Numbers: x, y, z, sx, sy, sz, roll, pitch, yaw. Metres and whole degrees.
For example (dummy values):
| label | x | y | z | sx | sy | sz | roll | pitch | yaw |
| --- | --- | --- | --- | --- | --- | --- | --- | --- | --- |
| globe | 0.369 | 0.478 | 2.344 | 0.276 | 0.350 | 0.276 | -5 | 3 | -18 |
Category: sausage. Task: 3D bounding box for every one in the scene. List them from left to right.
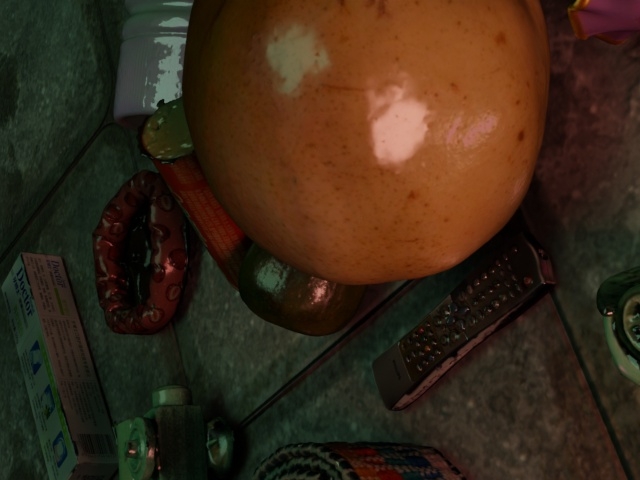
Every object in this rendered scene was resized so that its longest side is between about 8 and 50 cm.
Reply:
| label | x | y | z | sx | sy | sz | roll | pitch | yaw |
| --- | --- | --- | --- | --- | --- | --- | --- | --- | --- |
| sausage | -0.086 | -0.023 | 1.118 | 0.083 | 0.264 | 0.083 | -10 | 51 | 13 |

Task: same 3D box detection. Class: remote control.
| label | x | y | z | sx | sy | sz | roll | pitch | yaw |
| --- | --- | --- | --- | --- | --- | --- | --- | --- | --- |
| remote control | 0.116 | 0.072 | 0.989 | 0.212 | 0.028 | 0.059 | -45 | 47 | 37 |

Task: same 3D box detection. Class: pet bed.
| label | x | y | z | sx | sy | sz | roll | pitch | yaw |
| --- | --- | --- | --- | --- | --- | --- | --- | --- | --- |
| pet bed | -0.211 | 0.018 | 1.391 | 0.201 | 0.053 | 0.201 | -8 | 80 | 55 |

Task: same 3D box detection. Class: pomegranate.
| label | x | y | z | sx | sy | sz | roll | pitch | yaw |
| --- | --- | --- | --- | --- | --- | --- | --- | --- | --- |
| pomegranate | 0.037 | -0.107 | 0.922 | 0.319 | 0.319 | 0.319 | -13 | 73 | 50 |

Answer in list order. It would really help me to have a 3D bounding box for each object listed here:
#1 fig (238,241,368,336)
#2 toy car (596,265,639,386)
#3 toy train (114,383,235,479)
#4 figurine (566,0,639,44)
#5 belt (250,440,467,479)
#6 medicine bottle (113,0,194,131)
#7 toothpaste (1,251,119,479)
| label | x | y | z | sx | sy | sz | roll | pitch | yaw |
| --- | --- | --- | --- | --- | --- | --- | --- | --- | --- |
| fig | 0.000 | 0.000 | 1.093 | 0.117 | 0.117 | 0.177 | 10 | 76 | 52 |
| toy car | 0.298 | 0.088 | 0.678 | 0.306 | 0.136 | 0.125 | 19 | 120 | 53 |
| toy train | -0.158 | 0.301 | 1.238 | 0.177 | 0.116 | 0.285 | -38 | 55 | 57 |
| figurine | 0.196 | -0.261 | 0.865 | 0.189 | 0.142 | 0.263 | 93 | 156 | -52 |
| belt | 0.007 | 0.307 | 0.973 | 0.207 | 0.160 | 0.295 | 30 | 106 | 50 |
| medicine bottle | -0.090 | -0.260 | 1.170 | 0.202 | 0.202 | 0.316 | 2 | 85 | 52 |
| toothpaste | -0.336 | 0.164 | 1.509 | 0.081 | 0.067 | 0.336 | -52 | 46 | 32 |
